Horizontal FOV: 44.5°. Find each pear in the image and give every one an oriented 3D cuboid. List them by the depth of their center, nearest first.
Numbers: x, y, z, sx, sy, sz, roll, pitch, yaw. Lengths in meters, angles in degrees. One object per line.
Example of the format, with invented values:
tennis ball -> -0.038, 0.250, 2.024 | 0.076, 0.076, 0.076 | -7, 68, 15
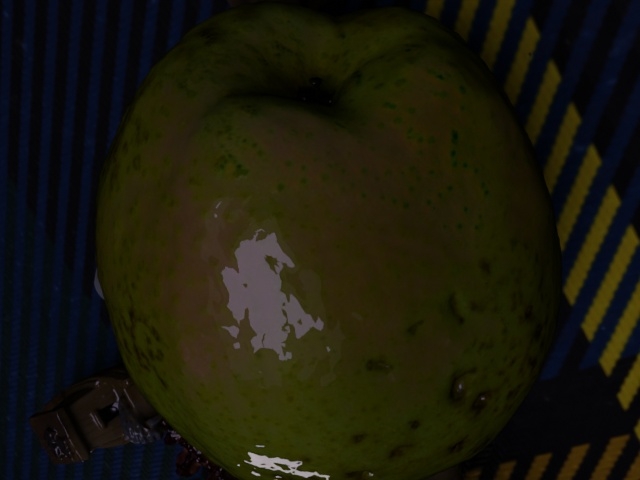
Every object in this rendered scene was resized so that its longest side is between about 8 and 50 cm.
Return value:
pear -> 0.000, 0.000, 0.615 | 0.390, 0.391, 0.391 | 9, 116, 19

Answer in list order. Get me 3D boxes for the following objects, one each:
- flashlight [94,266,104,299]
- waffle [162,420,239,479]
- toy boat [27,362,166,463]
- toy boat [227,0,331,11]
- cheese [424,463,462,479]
flashlight -> -0.171, 0.048, 0.887 | 0.200, 0.047, 0.093 | 2, 79, 26
waffle -> -0.106, 0.199, 0.914 | 0.221, 0.055, 0.235 | -3, 106, 25
toy boat -> -0.274, 0.211, 0.928 | 0.321, 0.121, 0.089 | -24, 96, 48
toy boat -> -0.031, -0.237, 0.631 | 0.061, 0.188, 0.116 | 6, 115, 10
cheese -> 0.036, 0.248, 0.824 | 0.213, 0.117, 0.226 | -3, 117, -6
